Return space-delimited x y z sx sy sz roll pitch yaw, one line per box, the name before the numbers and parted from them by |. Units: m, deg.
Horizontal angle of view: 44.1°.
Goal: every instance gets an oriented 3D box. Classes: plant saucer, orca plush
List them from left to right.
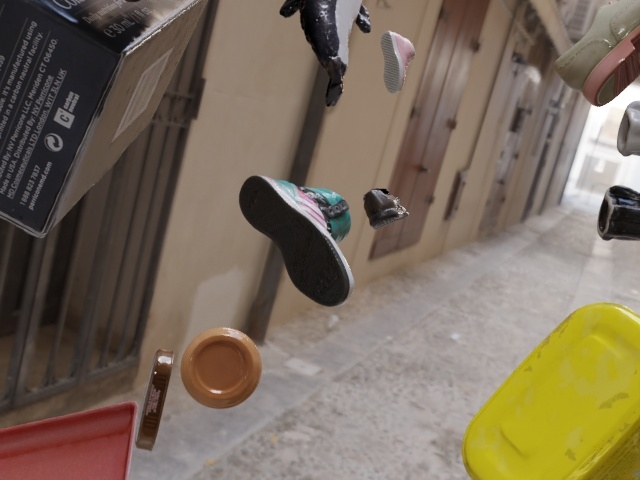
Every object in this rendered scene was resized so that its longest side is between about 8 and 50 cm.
plant saucer | -0.340 0.328 0.929 0.258 0.047 0.259 -13 41 6
plant saucer | -0.242 0.310 1.928 0.200 0.200 0.037 15 -14 0
orca plush | -0.002 -0.311 1.094 0.102 0.287 0.151 -13 -23 26

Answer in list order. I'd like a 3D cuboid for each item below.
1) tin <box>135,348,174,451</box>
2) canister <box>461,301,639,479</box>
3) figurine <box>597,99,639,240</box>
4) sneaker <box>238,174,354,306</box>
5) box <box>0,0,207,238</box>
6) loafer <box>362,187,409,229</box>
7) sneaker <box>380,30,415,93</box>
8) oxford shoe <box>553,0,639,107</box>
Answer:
tin | -0.312 0.298 1.483 0.040 0.189 0.106 13 -11 -9
canister | 0.166 0.121 0.440 0.170 0.126 0.073 40 3 -40
figurine | 0.545 -0.089 1.182 0.209 0.215 0.092 10 15 7
sneaker | 0.000 0.000 1.379 0.178 0.124 0.295 1 41 -48
box | -0.462 -0.320 1.114 0.472 0.297 0.480 28 26 -8
loafer | 0.130 -0.072 1.609 0.080 0.078 0.220 -22 -3 6
sneaker | 0.165 -0.358 1.606 0.070 0.134 0.051 6 -20 -38
oxford shoe | 0.631 -0.453 1.563 0.146 0.397 0.140 46 2 32
